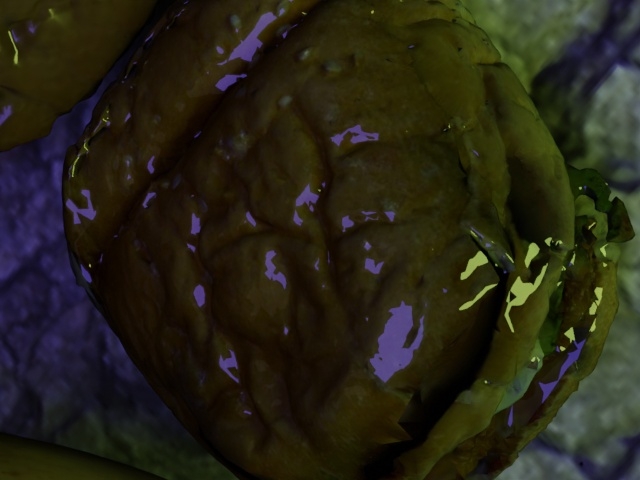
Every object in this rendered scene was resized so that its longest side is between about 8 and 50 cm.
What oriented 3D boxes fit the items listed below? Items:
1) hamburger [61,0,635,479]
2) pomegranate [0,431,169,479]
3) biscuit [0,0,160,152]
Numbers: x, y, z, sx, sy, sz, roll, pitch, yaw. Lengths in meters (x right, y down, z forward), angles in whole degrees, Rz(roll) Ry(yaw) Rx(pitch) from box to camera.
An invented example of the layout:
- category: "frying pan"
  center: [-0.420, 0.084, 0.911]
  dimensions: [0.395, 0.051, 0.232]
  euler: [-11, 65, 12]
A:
- category: "hamburger"
  center: [0.000, 0.000, 0.608]
  dimensions: [0.206, 0.130, 0.183]
  euler: [49, 117, 10]
- category: "pomegranate"
  center: [-0.122, 0.218, 0.622]
  dimensions: [0.319, 0.319, 0.319]
  euler: [7, 107, 26]
- category: "biscuit"
  center: [-0.179, -0.142, 0.590]
  dimensions: [0.296, 0.075, 0.296]
  euler: [-4, 112, -9]
